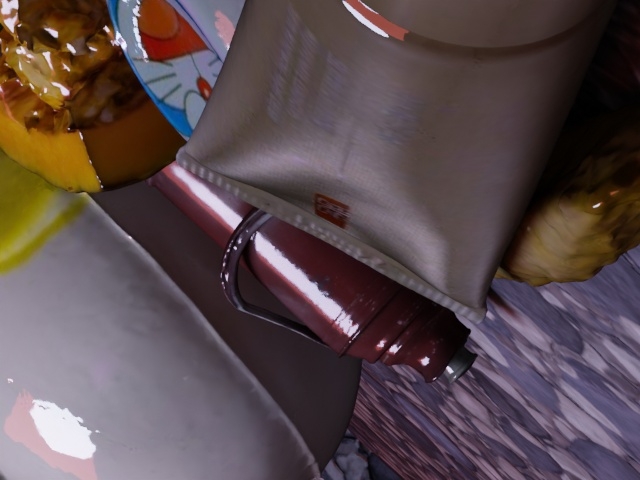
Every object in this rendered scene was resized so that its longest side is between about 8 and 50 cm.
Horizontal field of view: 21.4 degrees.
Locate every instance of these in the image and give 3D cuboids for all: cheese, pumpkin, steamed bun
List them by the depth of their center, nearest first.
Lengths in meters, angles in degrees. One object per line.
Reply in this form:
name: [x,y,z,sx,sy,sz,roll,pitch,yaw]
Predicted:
cheese: [-0.052,-0.124,0.677,0.286,0.074,0.189,57,157,-6]
pumpkin: [-0.130,-0.155,0.805,0.131,0.126,0.248,23,142,52]
steamed bun: [-0.129,0.066,1.218,0.334,0.334,0.374,45,166,-5]

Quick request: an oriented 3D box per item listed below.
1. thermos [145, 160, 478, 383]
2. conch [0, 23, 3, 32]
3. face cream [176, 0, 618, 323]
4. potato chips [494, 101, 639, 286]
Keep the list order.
thermos: [0.002,-0.003,1.005,0.232,0.099,0.124,41,-152,4]
conch: [-0.305,-0.214,1.240,0.250,0.137,0.143,48,170,-30]
face cream: [0.023,-0.049,0.512,0.137,0.084,0.341,27,162,2]
potato chips: [0.053,-0.029,0.723,0.080,0.057,0.407,50,170,-20]
